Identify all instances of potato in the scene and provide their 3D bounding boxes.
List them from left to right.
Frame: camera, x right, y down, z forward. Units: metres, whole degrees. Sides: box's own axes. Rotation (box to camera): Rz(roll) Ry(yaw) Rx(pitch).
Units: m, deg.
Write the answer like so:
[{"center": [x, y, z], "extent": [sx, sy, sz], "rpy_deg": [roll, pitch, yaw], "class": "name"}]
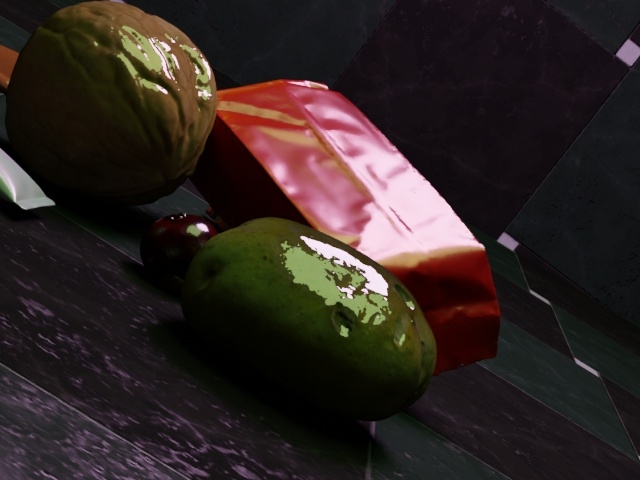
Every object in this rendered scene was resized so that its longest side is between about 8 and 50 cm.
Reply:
[{"center": [-0.005, 0.071, 1.523], "extent": [0.228, 0.149, 0.197], "rpy_deg": [32, -6, 16], "class": "potato"}]

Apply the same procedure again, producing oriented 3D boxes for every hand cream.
[{"center": [-0.342, -0.092, 1.574], "extent": [0.205, 0.050, 0.078], "rpy_deg": [37, 10, 7], "class": "hand cream"}]

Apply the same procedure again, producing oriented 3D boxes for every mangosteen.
[{"center": [-0.137, 0.012, 1.630], "extent": [0.081, 0.081, 0.081], "rpy_deg": [31, 9, -5], "class": "mangosteen"}]

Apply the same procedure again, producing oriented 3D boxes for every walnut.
[{"center": [-0.217, -0.139, 1.750], "extent": [0.228, 0.228, 0.228], "rpy_deg": [31, 9, -5], "class": "walnut"}]

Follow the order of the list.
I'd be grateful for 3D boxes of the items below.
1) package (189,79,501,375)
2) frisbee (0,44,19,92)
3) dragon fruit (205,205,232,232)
[{"center": [0.015, -0.027, 1.799], "extent": [0.196, 0.123, 0.423], "rpy_deg": [-13, 49, -33], "class": "package"}, {"center": [-0.362, -0.197, 2.159], "extent": [0.250, 0.021, 0.251], "rpy_deg": [32, 10, -6], "class": "frisbee"}, {"center": [0.000, 0.000, 1.971], "extent": [0.262, 0.134, 0.211], "rpy_deg": [32, 18, -7], "class": "dragon fruit"}]
